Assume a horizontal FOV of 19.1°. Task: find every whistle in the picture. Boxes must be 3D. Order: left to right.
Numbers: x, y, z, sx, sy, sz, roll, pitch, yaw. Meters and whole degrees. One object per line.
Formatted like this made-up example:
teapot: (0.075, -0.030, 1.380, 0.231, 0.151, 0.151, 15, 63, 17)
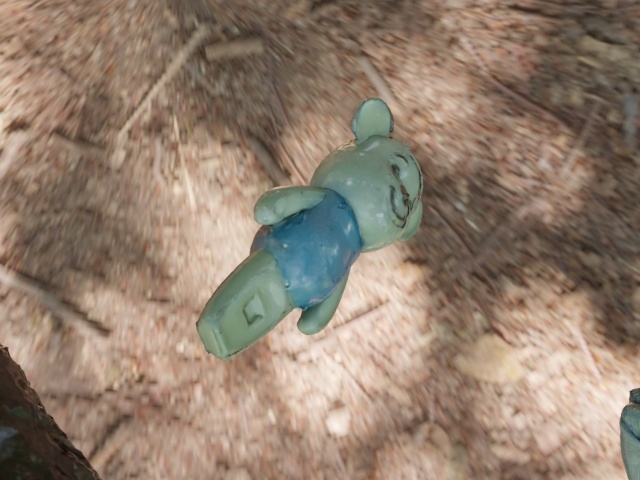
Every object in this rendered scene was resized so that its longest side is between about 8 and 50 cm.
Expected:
whistle: (0.000, 0.000, 1.292, 0.236, 0.077, 0.114, -44, 127, -38)

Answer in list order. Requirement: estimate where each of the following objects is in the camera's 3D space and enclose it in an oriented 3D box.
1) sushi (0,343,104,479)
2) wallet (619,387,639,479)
sushi: (-0.278, 0.189, 1.029, 0.348, 0.234, 0.207, -33, 57, -15)
wallet: (0.340, 0.219, 1.112, 0.342, 0.075, 0.237, 10, 127, 34)
